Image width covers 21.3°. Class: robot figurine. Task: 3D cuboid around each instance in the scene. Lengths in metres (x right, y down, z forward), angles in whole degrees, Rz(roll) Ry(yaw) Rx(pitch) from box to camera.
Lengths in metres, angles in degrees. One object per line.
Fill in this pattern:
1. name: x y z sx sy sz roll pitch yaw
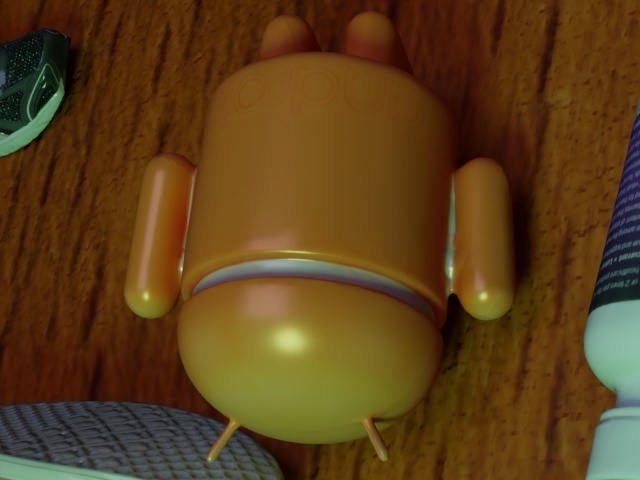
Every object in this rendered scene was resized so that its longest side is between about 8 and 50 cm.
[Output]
1. robot figurine: -0.002 0.000 0.803 0.128 0.158 0.219 140 141 -57

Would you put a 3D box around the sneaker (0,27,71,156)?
1. sneaker: -0.241 -0.091 1.093 0.178 0.077 0.072 -24 54 28

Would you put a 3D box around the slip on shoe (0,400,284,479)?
1. slip on shoe: -0.156 0.143 0.880 0.331 0.123 0.101 -6 95 33

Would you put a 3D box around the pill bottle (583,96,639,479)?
1. pill bottle: 0.164 0.013 0.667 0.108 0.108 0.193 1 67 41
